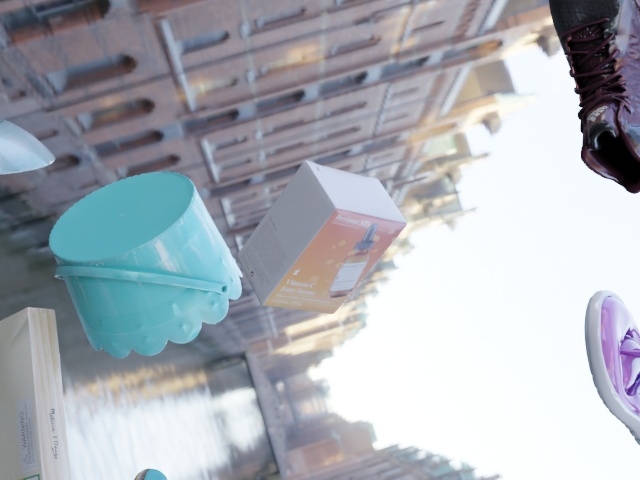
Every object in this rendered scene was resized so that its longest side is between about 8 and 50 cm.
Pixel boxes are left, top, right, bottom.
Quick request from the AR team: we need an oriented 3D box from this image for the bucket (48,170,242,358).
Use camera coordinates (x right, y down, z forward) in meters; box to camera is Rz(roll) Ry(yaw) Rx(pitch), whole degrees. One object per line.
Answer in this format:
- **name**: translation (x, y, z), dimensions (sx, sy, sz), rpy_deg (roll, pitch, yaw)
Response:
- **bucket**: translation (-0.279, 0.031, 1.516), dimensions (0.281, 0.281, 0.183), rpy_deg (-113, -177, -58)

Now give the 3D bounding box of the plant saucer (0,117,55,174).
- **plant saucer**: translation (-0.340, -0.090, 0.869), dimensions (0.195, 0.195, 0.037), rpy_deg (-121, -148, -74)

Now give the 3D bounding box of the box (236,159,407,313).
- **box**: translation (0.000, 0.000, 1.218), dimensions (0.170, 0.130, 0.091), rpy_deg (-53, -132, 27)

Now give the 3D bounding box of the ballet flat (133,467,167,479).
- **ballet flat**: translation (-0.287, 0.448, 1.486), dimensions (0.080, 0.073, 0.232), rpy_deg (41, 22, -11)

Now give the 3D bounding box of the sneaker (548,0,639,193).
- **sneaker**: translation (0.319, -0.180, 1.071), dimensions (0.162, 0.106, 0.281), rpy_deg (-37, 101, -50)

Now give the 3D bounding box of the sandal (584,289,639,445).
- **sandal**: translation (0.479, 0.200, 1.366), dimensions (0.416, 0.102, 0.169), rpy_deg (48, 41, -40)

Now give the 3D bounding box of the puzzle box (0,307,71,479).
- **puzzle box**: translation (-0.477, 0.332, 1.445), dimensions (0.052, 0.272, 0.409), rpy_deg (10, 64, -49)
